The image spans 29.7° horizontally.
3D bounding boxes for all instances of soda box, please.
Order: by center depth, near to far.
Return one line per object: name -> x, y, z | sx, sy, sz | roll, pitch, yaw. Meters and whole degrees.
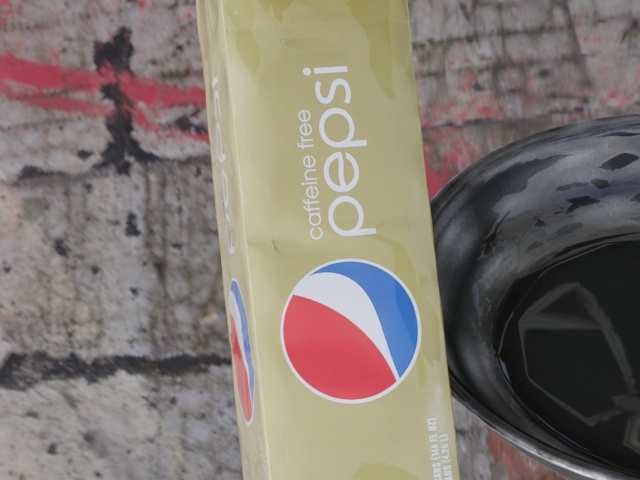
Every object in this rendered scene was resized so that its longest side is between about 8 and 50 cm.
soda box -> 0.000, 0.000, 0.372 | 0.058, 0.061, 0.181 | -6, 87, -12

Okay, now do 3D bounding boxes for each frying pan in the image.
frying pan -> 0.123, -0.020, 0.466 | 0.197, 0.053, 0.326 | -6, 37, 1
